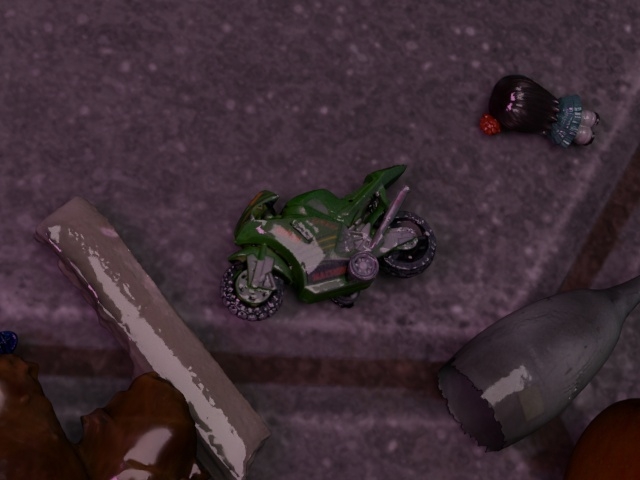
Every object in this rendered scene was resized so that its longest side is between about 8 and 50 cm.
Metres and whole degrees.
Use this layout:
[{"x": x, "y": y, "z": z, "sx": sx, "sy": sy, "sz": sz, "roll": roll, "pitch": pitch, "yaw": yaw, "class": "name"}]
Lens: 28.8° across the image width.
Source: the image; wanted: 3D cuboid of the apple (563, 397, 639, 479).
[{"x": 0.289, "y": 0.211, "z": 0.983, "sx": 0.195, "sy": 0.196, "sz": 0.196, "roll": 4, "pitch": 76, "yaw": -15, "class": "apple"}]

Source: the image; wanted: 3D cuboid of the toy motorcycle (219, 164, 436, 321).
[{"x": 0.000, "y": 0.000, "z": 1.019, "sx": 0.190, "sy": 0.074, "sz": 0.106, "roll": -16, "pitch": 73, "yaw": -18, "class": "toy motorcycle"}]

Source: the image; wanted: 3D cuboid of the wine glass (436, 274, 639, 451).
[{"x": 0.274, "y": 0.062, "z": 0.976, "sx": 0.309, "sy": 0.264, "sz": 0.096, "roll": -31, "pitch": 103, "yaw": -20, "class": "wine glass"}]

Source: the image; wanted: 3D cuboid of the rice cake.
[{"x": -0.130, "y": 0.080, "z": 0.965, "sx": 0.256, "sy": 0.052, "sz": 0.057, "roll": 52, "pitch": 36, "yaw": 1, "class": "rice cake"}]

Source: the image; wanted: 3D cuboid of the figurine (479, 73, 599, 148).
[{"x": 0.196, "y": -0.110, "z": 1.111, "sx": 0.105, "sy": 0.047, "sz": 0.060, "roll": 16, "pitch": 109, "yaw": -19, "class": "figurine"}]

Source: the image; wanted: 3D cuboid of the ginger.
[{"x": -0.161, "y": 0.239, "z": 0.856, "sx": 0.274, "sy": 0.152, "sz": 0.357, "roll": -41, "pitch": 91, "yaw": -11, "class": "ginger"}]

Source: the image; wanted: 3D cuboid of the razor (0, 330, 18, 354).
[{"x": -0.295, "y": 0.111, "z": 0.926, "sx": 0.154, "sy": 0.028, "sz": 0.044, "roll": -32, "pitch": 82, "yaw": -19, "class": "razor"}]
